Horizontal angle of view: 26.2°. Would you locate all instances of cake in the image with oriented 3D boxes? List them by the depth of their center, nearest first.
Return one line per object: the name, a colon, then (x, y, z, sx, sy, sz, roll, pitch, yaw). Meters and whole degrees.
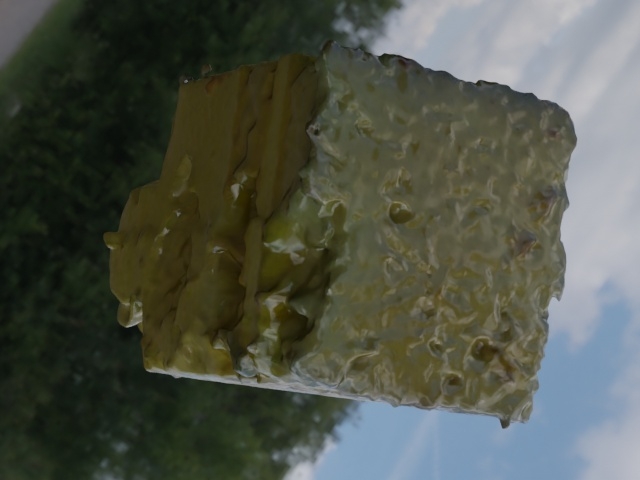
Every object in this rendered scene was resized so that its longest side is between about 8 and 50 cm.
cake: (0.000, 0.000, 0.969, 0.286, 0.227, 0.222, -1, -102, 58)
